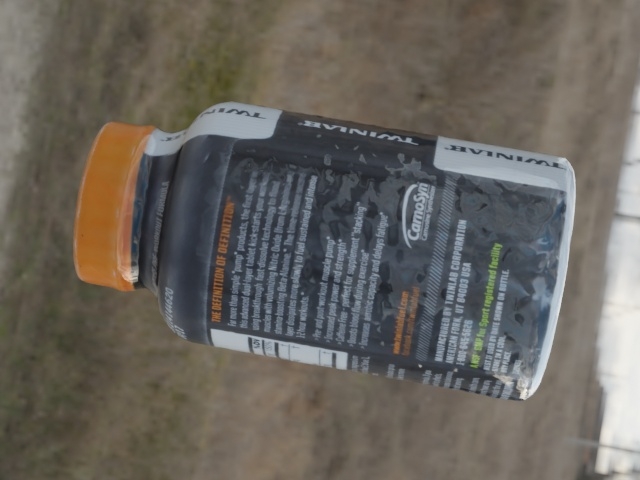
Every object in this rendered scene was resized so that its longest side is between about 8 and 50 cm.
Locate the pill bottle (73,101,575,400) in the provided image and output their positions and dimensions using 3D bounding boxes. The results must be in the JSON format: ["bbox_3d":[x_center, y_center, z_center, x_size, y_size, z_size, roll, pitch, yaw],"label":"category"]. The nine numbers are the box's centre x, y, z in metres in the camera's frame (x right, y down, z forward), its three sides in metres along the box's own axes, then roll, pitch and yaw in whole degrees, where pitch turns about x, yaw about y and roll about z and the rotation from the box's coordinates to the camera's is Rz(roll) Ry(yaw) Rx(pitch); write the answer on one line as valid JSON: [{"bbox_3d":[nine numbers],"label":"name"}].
[{"bbox_3d":[0.000,0.000,0.779,0.130,0.246,0.130,10,90,-87],"label":"pill bottle"}]
